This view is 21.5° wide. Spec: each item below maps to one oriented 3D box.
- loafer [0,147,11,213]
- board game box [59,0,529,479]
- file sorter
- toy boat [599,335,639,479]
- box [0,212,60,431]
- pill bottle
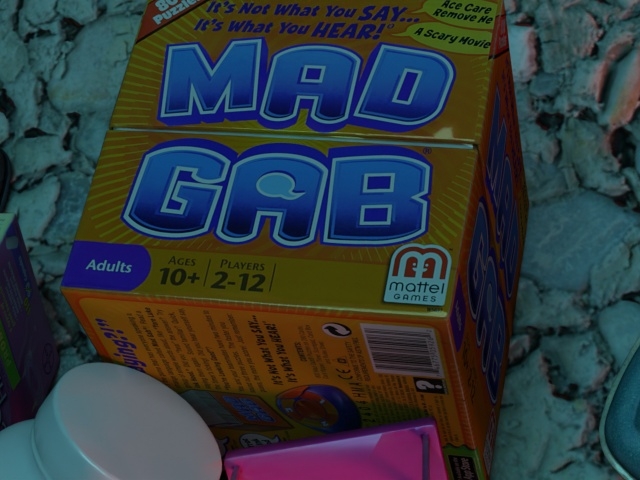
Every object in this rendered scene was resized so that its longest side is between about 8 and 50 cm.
[{"bbox_3d":[-0.467,0.002,1.950,0.109,0.095,0.302,28,76,21],"label":"loafer"},{"bbox_3d":[0.000,0.000,1.674,0.356,0.356,0.356,4,59,14],"label":"board game box"},{"bbox_3d":[0.032,0.342,1.527,0.202,0.182,0.291,-11,107,8],"label":"file sorter"},{"bbox_3d":[0.449,0.169,1.648,0.318,0.148,0.267,29,76,22],"label":"toy boat"},{"bbox_3d":[-0.381,0.125,1.765,0.117,0.214,0.243,-1,36,12],"label":"box"},{"bbox_3d":[-0.267,0.321,1.606,0.229,0.229,0.408,47,118,24],"label":"pill bottle"}]
